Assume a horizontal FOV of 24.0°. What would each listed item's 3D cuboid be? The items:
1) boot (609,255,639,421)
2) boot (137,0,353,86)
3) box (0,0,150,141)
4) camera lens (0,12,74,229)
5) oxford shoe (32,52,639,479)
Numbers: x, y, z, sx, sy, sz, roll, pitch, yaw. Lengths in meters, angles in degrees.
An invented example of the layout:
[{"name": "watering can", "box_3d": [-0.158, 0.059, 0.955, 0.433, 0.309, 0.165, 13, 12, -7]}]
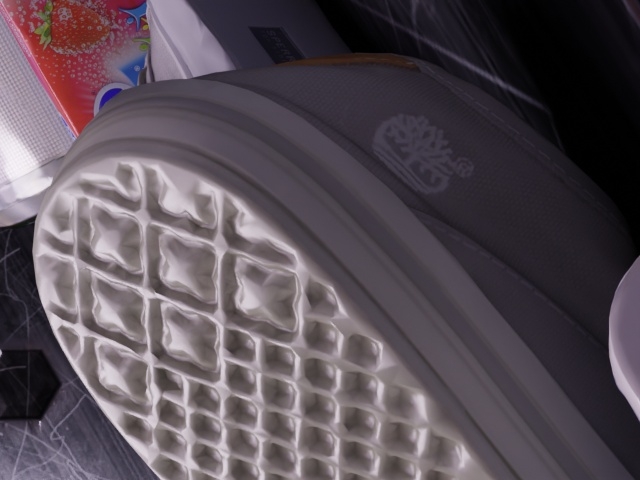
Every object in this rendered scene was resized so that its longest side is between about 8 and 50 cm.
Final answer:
[{"name": "boot", "box_3d": [0.127, 0.083, 0.307, 0.086, 0.069, 0.190, 56, -173, -51]}, {"name": "boot", "box_3d": [-0.021, -0.016, 0.650, 0.258, 0.095, 0.123, -116, 35, -48]}, {"name": "box", "box_3d": [-0.092, -0.085, 0.926, 0.257, 0.128, 0.122, 62, 174, -13]}, {"name": "camera lens", "box_3d": [-0.220, -0.162, 1.161, 0.274, 0.219, 0.219, 61, 174, -11]}, {"name": "oxford shoe", "box_3d": [0.095, 0.119, 0.467, 0.169, 0.130, 0.449, -27, 105, 41]}]
